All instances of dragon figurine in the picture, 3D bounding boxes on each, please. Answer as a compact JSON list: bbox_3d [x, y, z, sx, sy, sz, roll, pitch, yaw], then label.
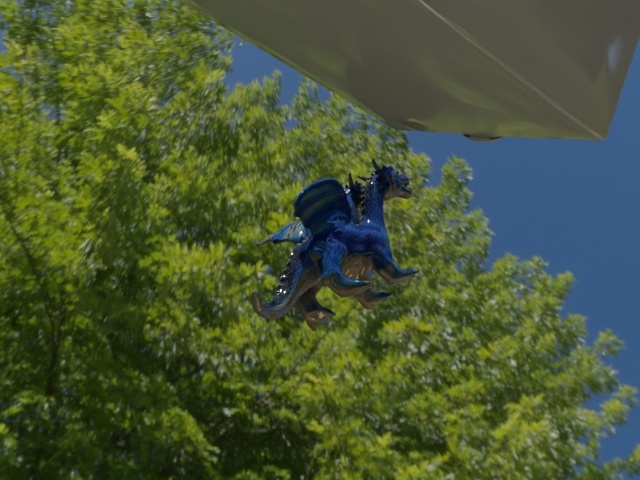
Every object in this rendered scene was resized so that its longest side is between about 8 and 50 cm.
[{"bbox_3d":[0.000,0.000,0.772,0.085,0.289,0.144,-47,-112,40],"label":"dragon figurine"}]

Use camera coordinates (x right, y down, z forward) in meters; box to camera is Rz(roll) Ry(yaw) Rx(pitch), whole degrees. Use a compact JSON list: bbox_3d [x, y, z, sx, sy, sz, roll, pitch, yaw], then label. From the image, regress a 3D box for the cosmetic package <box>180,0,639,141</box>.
[{"bbox_3d":[0.000,-0.191,0.424,0.365,0.197,0.155,22,-95,-39],"label":"cosmetic package"}]
